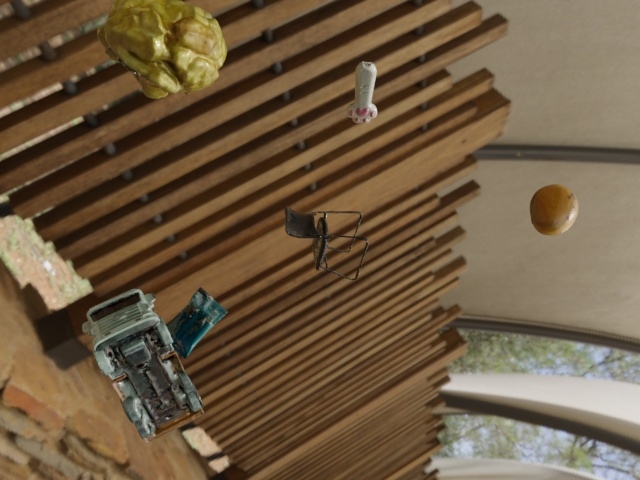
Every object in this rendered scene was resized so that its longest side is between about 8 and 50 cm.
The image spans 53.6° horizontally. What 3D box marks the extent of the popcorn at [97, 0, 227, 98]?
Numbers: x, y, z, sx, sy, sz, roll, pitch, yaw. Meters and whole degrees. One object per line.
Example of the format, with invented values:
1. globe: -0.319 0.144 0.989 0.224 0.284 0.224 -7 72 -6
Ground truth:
1. popcorn: -0.333 -0.417 1.345 0.286 0.215 0.252 35 -2 24

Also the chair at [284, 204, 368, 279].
1. chair: 0.000 0.000 1.697 0.140 0.221 0.145 -99 -159 -54

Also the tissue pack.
1. tissue pack: -0.273 0.173 1.337 0.085 0.138 0.028 42 3 7

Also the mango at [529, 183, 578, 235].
1. mango: 0.390 -0.050 1.064 0.079 0.114 0.057 10 -46 26

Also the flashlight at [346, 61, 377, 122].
1. flashlight: 0.130 -0.436 1.882 0.047 0.093 0.200 -89 -177 -46

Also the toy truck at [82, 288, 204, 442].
1. toy truck: -0.335 0.230 1.202 0.162 0.136 0.305 47 -24 44
